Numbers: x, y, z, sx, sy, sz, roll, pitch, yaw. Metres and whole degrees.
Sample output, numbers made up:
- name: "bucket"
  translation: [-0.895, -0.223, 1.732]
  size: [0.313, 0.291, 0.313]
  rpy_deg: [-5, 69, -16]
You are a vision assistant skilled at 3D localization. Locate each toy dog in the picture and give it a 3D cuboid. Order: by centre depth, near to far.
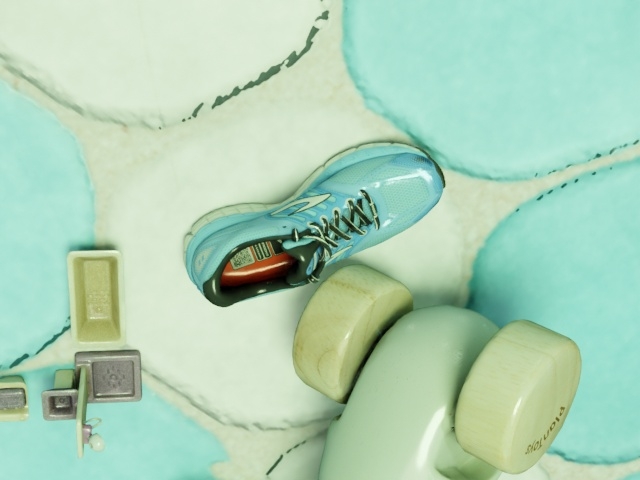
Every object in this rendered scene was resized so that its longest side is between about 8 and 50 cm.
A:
- name: "toy dog"
  translation: [0.052, 0.168, 0.739]
  size: [0.161, 0.220, 0.333]
  rpy_deg: [4, 127, -53]

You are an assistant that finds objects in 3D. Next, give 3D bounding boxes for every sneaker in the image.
- name: "sneaker"
  translation: [0.000, 0.000, 0.694]
  size: [0.162, 0.073, 0.063]
  rpy_deg: [-25, 115, 4]

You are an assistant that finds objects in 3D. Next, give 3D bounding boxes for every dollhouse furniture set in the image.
- name: "dollhouse furniture set"
  translation: [-0.151, 0.067, 0.699]
  size: [0.091, 0.081, 0.114]
  rpy_deg: [-1, 115, -8]
